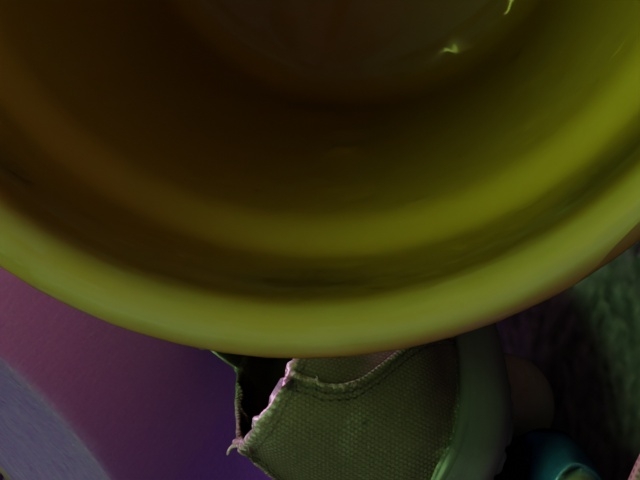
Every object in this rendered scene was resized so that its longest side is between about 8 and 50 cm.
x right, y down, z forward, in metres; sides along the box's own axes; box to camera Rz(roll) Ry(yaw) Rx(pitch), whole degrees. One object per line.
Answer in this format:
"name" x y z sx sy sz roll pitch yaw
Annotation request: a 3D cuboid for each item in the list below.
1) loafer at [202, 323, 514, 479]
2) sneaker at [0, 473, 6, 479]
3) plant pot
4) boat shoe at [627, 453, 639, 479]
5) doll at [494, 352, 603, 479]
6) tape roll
"loafer" 0.000 0.000 0.661 0.094 0.087 0.251 -59 25 26
"sneaker" -0.175 0.073 0.918 0.305 0.114 0.152 -60 22 26
"plant pot" 0.003 -0.110 0.537 0.239 0.254 0.254 -61 -13 -82
"boat shoe" 0.155 -0.012 0.459 0.130 0.132 0.355 42 115 49
"doll" 0.072 0.123 0.606 0.129 0.046 0.189 117 145 -55
"tape roll" -0.154 0.089 0.737 0.275 0.090 0.275 15 128 20
